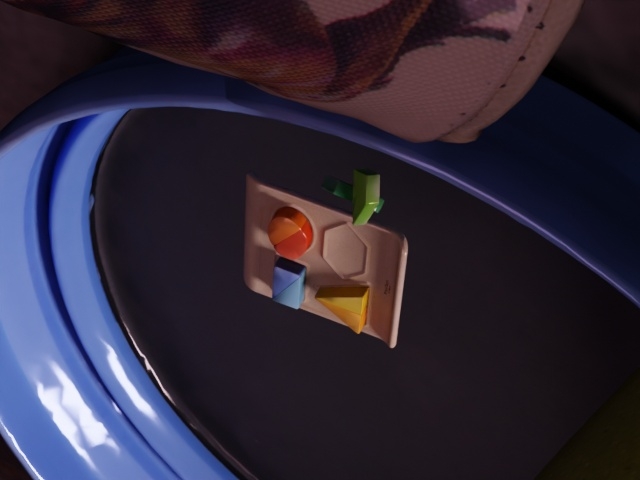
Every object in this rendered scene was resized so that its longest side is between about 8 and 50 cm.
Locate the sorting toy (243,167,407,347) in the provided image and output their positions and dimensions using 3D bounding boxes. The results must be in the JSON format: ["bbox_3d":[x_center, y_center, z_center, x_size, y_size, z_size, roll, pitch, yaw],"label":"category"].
[{"bbox_3d":[0.000,0.000,0.658,0.062,0.012,0.083,24,143,16],"label":"sorting toy"}]

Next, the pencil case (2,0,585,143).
[{"bbox_3d":[-0.122,-0.167,0.465,0.410,0.183,0.160,18,172,-13],"label":"pencil case"}]

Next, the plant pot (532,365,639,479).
[{"bbox_3d":[0.183,0.083,0.497,0.275,0.293,0.274,21,141,18],"label":"plant pot"}]

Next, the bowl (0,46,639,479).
[{"bbox_3d":[0.033,0.074,0.791,0.391,0.077,0.391,22,142,18],"label":"bowl"}]
